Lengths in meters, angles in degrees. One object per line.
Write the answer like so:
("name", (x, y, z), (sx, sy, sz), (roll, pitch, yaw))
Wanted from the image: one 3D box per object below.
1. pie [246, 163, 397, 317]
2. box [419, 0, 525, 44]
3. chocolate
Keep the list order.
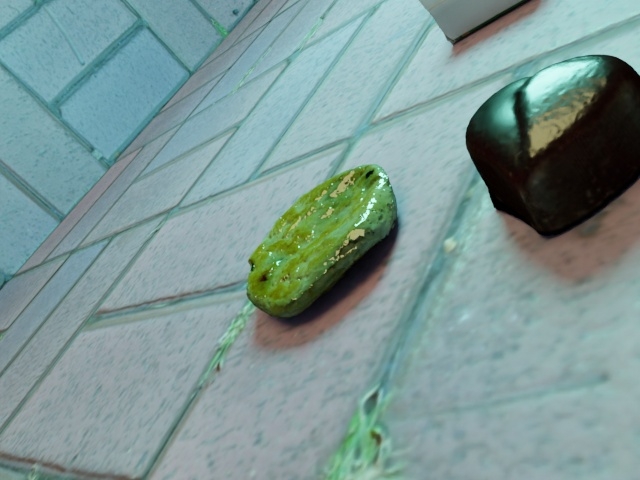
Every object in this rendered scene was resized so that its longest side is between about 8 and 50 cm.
("pie", (0.000, 0.000, 0.672), (0.187, 0.041, 0.186), (-35, 25, 19))
("box", (0.219, -0.358, 0.879), (0.135, 0.081, 0.199), (-21, 34, 40))
("chocolate", (0.157, -0.071, 0.492), (0.149, 0.080, 0.125), (-9, 40, 51))
